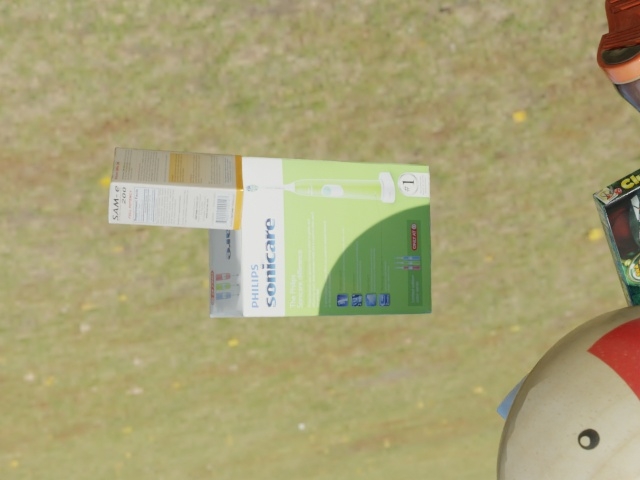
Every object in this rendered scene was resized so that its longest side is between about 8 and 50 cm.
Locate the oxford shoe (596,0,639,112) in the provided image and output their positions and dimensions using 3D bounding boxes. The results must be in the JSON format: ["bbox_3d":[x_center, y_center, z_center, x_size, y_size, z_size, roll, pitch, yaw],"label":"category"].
[{"bbox_3d":[0.397,-0.250,1.569,0.097,0.271,0.098,-12,126,39],"label":"oxford shoe"}]

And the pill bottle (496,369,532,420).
[{"bbox_3d":[0.321,0.254,1.665,0.108,0.193,0.108,-42,163,-16],"label":"pill bottle"}]

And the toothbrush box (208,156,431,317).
[{"bbox_3d":[0.000,0.000,1.763,0.283,0.206,0.122,0,176,-28],"label":"toothbrush box"}]

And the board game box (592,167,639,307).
[{"bbox_3d":[0.401,0.003,1.503,0.136,0.030,0.260,-30,136,-1],"label":"board game box"}]

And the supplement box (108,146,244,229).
[{"bbox_3d":[-0.108,-0.039,0.983,0.098,0.036,0.062,4,-152,-6],"label":"supplement box"}]

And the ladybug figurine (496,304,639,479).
[{"bbox_3d":[0.378,0.222,1.400,0.449,0.305,0.162,-10,-174,-40],"label":"ladybug figurine"}]
